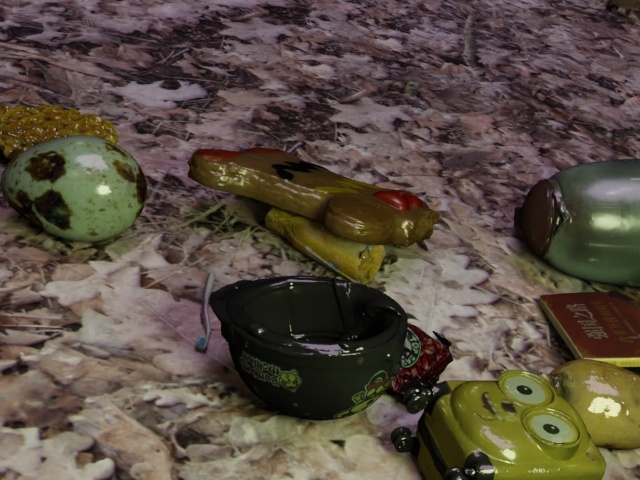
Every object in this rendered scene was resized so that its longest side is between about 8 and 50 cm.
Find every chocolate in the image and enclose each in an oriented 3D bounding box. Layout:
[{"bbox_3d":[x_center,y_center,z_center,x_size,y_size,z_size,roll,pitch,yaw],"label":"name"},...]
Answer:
[{"bbox_3d":[0.000,0.000,1.994,0.219,0.085,0.086,25,30,29],"label":"chocolate"}]

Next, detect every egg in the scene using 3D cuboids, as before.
[{"bbox_3d":[-0.389,-0.084,1.883,0.231,0.169,0.169,7,28,3],"label":"egg"}]

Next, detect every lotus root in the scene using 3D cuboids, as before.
[{"bbox_3d":[0.384,0.229,1.686,0.221,0.118,0.125,15,11,-2],"label":"lotus root"}]

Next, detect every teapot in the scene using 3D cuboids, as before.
[{"bbox_3d":[0.501,-0.035,2.140,0.312,0.233,0.315,4,0,-7],"label":"teapot"}]

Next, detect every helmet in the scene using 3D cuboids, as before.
[{"bbox_3d":[-0.018,0.153,1.612,0.279,0.160,0.230,12,24,32],"label":"helmet"}]

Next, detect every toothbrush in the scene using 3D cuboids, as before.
[{"bbox_3d":[-0.170,0.105,1.787,0.022,0.017,0.204,27,26,-14],"label":"toothbrush"}]

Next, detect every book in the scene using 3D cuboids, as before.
[{"bbox_3d":[0.563,0.140,1.905,0.374,0.028,0.262,0,20,-5],"label":"book"}]

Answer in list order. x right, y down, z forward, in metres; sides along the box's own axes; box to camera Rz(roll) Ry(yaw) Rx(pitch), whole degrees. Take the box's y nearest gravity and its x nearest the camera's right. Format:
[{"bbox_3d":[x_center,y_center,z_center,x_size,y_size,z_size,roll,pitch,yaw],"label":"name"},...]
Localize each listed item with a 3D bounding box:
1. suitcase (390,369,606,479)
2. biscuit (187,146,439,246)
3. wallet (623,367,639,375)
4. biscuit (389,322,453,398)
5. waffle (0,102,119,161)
[{"bbox_3d":[0.234,0.266,1.520,0.235,0.143,0.194,2,30,-21],"label":"suitcase"},{"bbox_3d":[0.007,-0.090,2.064,0.394,0.076,0.368,21,13,21],"label":"biscuit"},{"bbox_3d":[0.698,0.194,1.926,0.406,0.062,0.228,-12,36,-37],"label":"wallet"},{"bbox_3d":[0.078,0.149,1.761,0.235,0.063,0.151,30,44,20],"label":"biscuit"},{"bbox_3d":[-0.482,-0.195,2.165,0.238,0.058,0.243,-1,30,-25],"label":"waffle"}]
